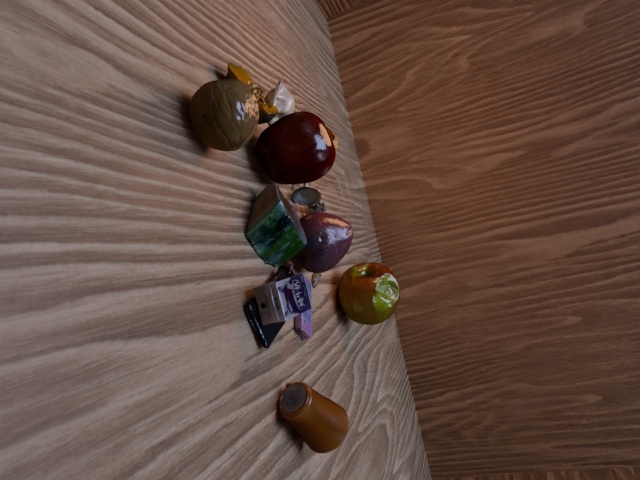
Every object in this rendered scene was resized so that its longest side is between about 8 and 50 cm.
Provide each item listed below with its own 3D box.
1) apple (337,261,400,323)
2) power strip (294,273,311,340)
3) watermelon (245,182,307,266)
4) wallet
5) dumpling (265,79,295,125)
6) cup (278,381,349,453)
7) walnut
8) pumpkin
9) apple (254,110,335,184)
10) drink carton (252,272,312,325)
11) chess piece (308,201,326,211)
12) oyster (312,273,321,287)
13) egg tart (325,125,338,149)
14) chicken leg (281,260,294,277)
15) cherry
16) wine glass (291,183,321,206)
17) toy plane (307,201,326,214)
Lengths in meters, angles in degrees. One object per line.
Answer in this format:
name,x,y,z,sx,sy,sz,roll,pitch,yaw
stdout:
apple,0.259,0.288,2.422,0.339,0.339,0.339,-14,90,-72
power strip,-0.072,0.275,1.898,0.109,0.037,0.279,53,29,-51
watermelon,-0.156,-0.076,1.718,0.264,0.151,0.302,53,29,-49
wallet,-0.173,0.235,1.617,0.321,0.044,0.170,-50,123,-65
dumpling,-0.194,-0.602,2.089,0.252,0.131,0.179,87,18,-66
cup,-0.036,0.604,1.603,0.264,0.182,0.226,54,-6,-36
walnut,-0.300,-0.394,1.434,0.228,0.228,0.228,-14,90,-72
pumpkin,-0.291,-0.546,1.737,0.248,0.126,0.131,53,31,-9
apple,-0.096,-0.371,1.842,0.288,0.317,0.288,53,-25,38
drink carton,-0.127,0.200,1.564,0.222,0.102,0.134,-10,87,-66
chess piece,-0.014,-0.177,2.315,0.042,0.093,0.042,-15,90,-72
oyster,-0.011,0.189,2.147,0.081,0.038,0.083,50,30,-57
egg tart,-0.061,-0.441,2.114,0.115,0.290,0.290,94,-3,-54
chicken leg,-0.133,0.114,1.820,0.093,0.053,0.205,126,-41,-83
cherry,0.000,0.000,1.959,0.261,0.307,0.221,66,-6,-22
wine glass,-0.071,-0.323,2.185,0.143,0.143,0.321,53,26,-51
toy plane,-0.002,-0.103,2.258,0.262,0.088,0.192,69,19,-55
